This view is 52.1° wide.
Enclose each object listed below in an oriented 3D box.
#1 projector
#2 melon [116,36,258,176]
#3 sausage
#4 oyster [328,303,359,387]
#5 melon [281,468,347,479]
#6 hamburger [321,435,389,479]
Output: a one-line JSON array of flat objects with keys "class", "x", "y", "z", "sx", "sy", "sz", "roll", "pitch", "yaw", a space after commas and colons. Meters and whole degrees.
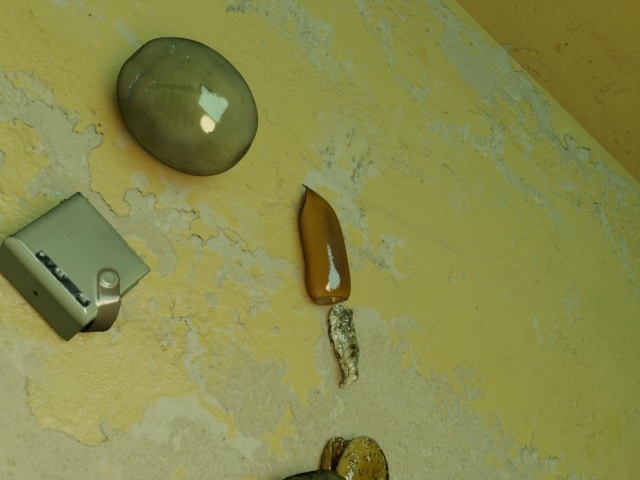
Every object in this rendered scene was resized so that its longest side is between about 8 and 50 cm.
[{"class": "projector", "x": -0.455, "y": 0.058, "z": 1.227, "sx": 0.242, "sy": 0.163, "sz": 0.177, "roll": 49, "pitch": 51, "yaw": -5}, {"class": "melon", "x": -0.292, "y": -0.295, "z": 1.430, "sx": 0.330, "sy": 0.268, "sz": 0.268, "roll": 41, "pitch": 50, "yaw": 3}, {"class": "sausage", "x": 0.004, "y": 0.000, "z": 1.647, "sx": 0.112, "sy": 0.112, "sz": 0.328, "roll": 4, "pitch": 67, "yaw": -37}, {"class": "oyster", "x": 0.072, "y": 0.254, "z": 1.620, "sx": 0.106, "sy": 0.061, "sz": 0.199, "roll": -9, "pitch": 78, "yaw": -41}, {"class": "melon", "x": -0.006, "y": 0.615, "z": 1.294, "sx": 0.238, "sy": 0.238, "sz": 0.301, "roll": 0, "pitch": 74, "yaw": -38}, {"class": "hamburger", "x": 0.087, "y": 0.526, "z": 1.486, "sx": 0.186, "sy": 0.113, "sz": 0.177, "roll": -33, "pitch": 92, "yaw": -40}]
